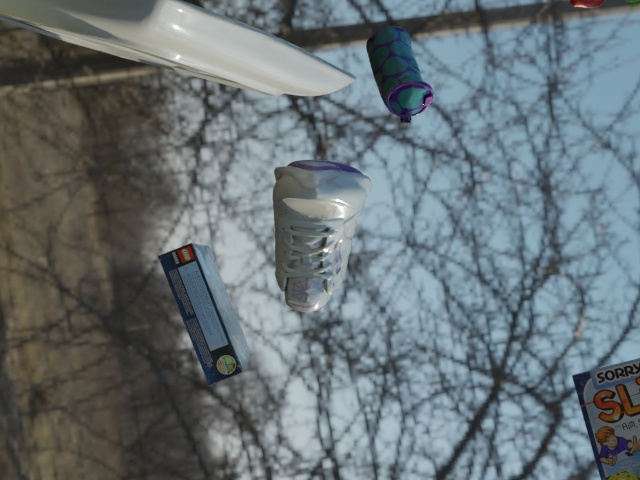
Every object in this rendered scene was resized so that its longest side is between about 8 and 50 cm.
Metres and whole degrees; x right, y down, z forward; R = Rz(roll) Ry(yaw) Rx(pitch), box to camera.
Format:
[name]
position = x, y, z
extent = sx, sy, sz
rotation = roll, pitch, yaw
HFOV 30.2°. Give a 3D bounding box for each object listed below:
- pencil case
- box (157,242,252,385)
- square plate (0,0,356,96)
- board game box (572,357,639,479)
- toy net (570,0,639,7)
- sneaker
[pencil case]
position = 0.107, -0.228, 1.605
extent = 0.152, 0.070, 0.064
rotation = -104, -148, -48
[box]
position = -0.136, 0.085, 1.451
extent = 0.233, 0.044, 0.159
rotation = 141, -73, -89
[square plate]
position = -0.189, -0.197, 1.074
extent = 0.344, 0.347, 0.049
rotation = 6, 100, -63
[board game box]
position = 0.334, 0.159, 1.027
extent = 0.035, 0.201, 0.136
rotation = 49, 26, -68
[toy net]
position = 0.213, -0.279, 1.088
extent = 0.045, 0.232, 0.122
rotation = -107, -158, -48
[sneaker]
position = 0.000, 0.000, 1.424
extent = 0.305, 0.114, 0.152
rotation = 84, 11, -72
